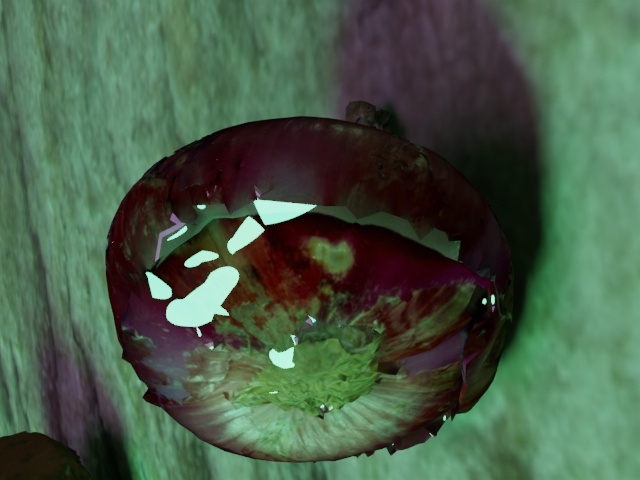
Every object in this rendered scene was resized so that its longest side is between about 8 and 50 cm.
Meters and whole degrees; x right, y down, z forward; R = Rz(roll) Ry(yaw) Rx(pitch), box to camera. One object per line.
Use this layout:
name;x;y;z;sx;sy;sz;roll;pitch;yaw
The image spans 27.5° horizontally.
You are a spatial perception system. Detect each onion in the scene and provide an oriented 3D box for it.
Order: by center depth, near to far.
onion;0.000;0.000;0.483;0.140;0.150;0.150;-83;13;-45

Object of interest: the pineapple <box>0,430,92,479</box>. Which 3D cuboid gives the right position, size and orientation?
pineapple;-0.185;0.269;0.825;0.158;0.158;0.278;16;123;58
